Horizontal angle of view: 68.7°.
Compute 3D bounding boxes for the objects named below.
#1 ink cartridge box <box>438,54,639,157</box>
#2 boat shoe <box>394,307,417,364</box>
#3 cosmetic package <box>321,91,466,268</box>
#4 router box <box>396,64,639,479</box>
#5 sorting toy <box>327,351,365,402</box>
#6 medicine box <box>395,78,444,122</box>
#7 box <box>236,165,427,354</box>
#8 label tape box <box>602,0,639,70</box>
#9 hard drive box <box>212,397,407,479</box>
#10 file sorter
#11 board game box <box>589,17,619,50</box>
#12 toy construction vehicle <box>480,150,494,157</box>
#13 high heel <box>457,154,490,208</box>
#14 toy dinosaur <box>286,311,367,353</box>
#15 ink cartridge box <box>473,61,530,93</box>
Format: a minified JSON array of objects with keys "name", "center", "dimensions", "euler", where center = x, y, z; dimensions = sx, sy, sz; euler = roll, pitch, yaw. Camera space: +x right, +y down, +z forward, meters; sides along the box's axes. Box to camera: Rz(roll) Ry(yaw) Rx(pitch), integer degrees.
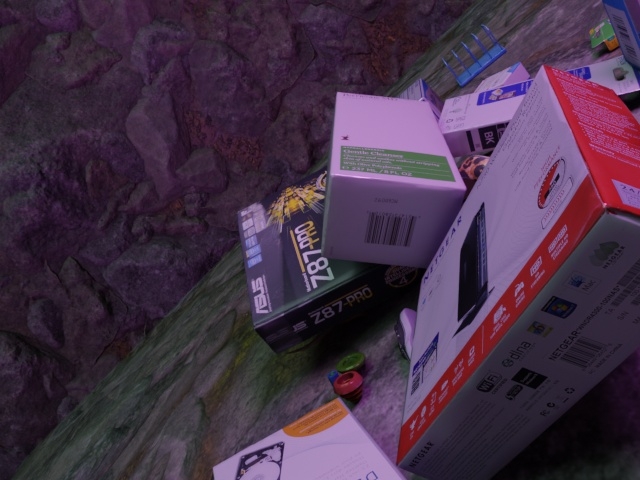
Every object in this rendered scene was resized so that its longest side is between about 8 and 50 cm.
[{"name":"ink cartridge box","center":[0.389,-0.241,0.861],"dimensions":[0.333,0.065,0.165],"euler":[-7,35,31]},{"name":"boat shoe","center":[0.135,0.151,0.679],"dimensions":[0.040,0.049,0.142],"euler":[-60,9,20]},{"name":"cosmetic package","center":[0.108,-0.122,0.818],"dimensions":[0.365,0.197,0.155],"euler":[-87,3,-54]},{"name":"router box","center":[0.191,0.035,0.478],"dimensions":[0.301,0.082,0.335],"euler":[-66,-4,-52]},{"name":"sorting toy","center":[0.047,0.221,0.738],"dimensions":[0.061,0.042,0.102],"euler":[-23,11,18]},{"name":"medicine box","center":[0.232,-0.306,1.384],"dimensions":[0.289,0.149,0.263],"euler":[-37,18,26]},{"name":"box","center":[0.000,0.000,0.963],"dimensions":[0.319,0.097,0.394],"euler":[-28,37,6]},{"name":"label tape box","center":[0.572,-0.430,0.639],"dimensions":[0.334,0.240,0.105],"euler":[-30,27,25]},{"name":"hard drive box","center":[-0.003,0.286,0.486],"dimensions":[0.181,0.089,0.232],"euler":[-25,12,-14]},{"name":"file sorter","center":[0.506,-0.619,1.567],"dimensions":[0.170,0.104,0.118],"euler":[-38,17,25]},{"name":"board game box","center":[0.666,-0.469,0.915],"dimensions":[0.260,0.039,0.124],"euler":[-27,23,41]},{"name":"toy construction vehicle","center":[0.353,-0.166,0.936],"dimensions":[0.098,0.035,0.085],"euler":[-35,19,32]},{"name":"high heel","center":[0.251,-0.060,0.869],"dimensions":[0.186,0.093,0.261],"euler":[-58,20,-4]},{"name":"toy dinosaur","center":[0.033,0.152,0.921],"dimensions":[0.112,0.064,0.211],"euler":[-47,-1,42]},{"name":"ink cartridge box","center":[0.460,-0.393,1.208],"dimensions":[0.088,0.052,0.122],"euler":[-50,18,-17]}]
